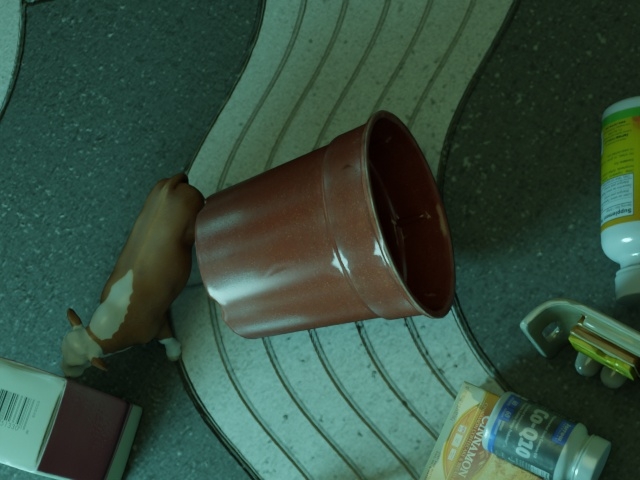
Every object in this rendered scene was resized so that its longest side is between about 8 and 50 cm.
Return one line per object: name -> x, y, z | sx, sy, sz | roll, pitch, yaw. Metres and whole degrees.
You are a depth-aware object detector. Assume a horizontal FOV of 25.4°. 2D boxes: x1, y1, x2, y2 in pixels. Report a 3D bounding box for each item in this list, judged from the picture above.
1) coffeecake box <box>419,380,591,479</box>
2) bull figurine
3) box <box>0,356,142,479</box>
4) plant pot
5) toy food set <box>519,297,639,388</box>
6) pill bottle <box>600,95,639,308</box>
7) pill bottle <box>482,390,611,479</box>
coffeecake box -> 0.238, 0.279, 1.760 | 0.185, 0.068, 0.142 | 22, 82, 22
bull figurine -> -0.231, 0.063, 1.910 | 0.101, 0.188, 0.310 | 26, 84, 23
box -> -0.361, 0.243, 1.877 | 0.149, 0.232, 0.127 | 14, 79, 21
plant pot -> 0.000, 0.000, 1.828 | 0.265, 0.272, 0.272 | -16, 70, 22
toy food set -> 0.384, 0.180, 1.658 | 0.306, 0.220, 0.092 | 28, 85, 23
pill bottle -> 0.416, -0.044, 1.755 | 0.136, 0.136, 0.245 | -2, 74, 18
pill bottle -> 0.268, 0.240, 1.682 | 0.137, 0.078, 0.078 | 23, 83, 22
